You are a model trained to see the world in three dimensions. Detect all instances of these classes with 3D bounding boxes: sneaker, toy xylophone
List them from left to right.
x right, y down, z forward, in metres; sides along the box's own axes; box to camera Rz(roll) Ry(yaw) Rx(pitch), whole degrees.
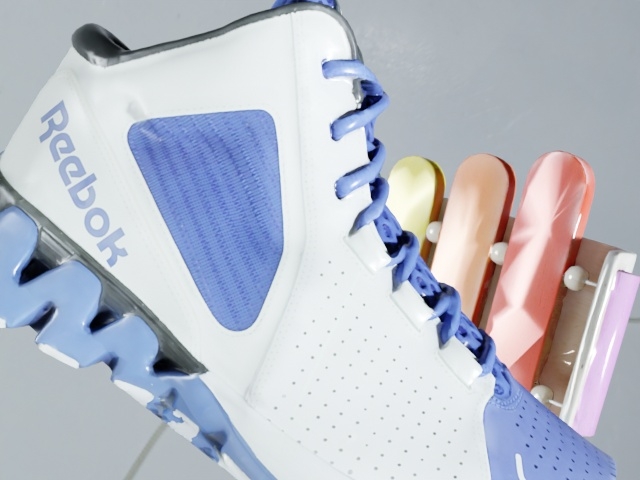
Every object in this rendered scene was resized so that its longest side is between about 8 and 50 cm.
[{"bbox_3d":[-0.001,-0.001,0.402,0.315,0.127,0.182,30,96,4],"label":"sneaker"},{"bbox_3d":[0.060,0.055,0.639,0.081,0.322,0.236,8,91,-48],"label":"toy xylophone"}]
